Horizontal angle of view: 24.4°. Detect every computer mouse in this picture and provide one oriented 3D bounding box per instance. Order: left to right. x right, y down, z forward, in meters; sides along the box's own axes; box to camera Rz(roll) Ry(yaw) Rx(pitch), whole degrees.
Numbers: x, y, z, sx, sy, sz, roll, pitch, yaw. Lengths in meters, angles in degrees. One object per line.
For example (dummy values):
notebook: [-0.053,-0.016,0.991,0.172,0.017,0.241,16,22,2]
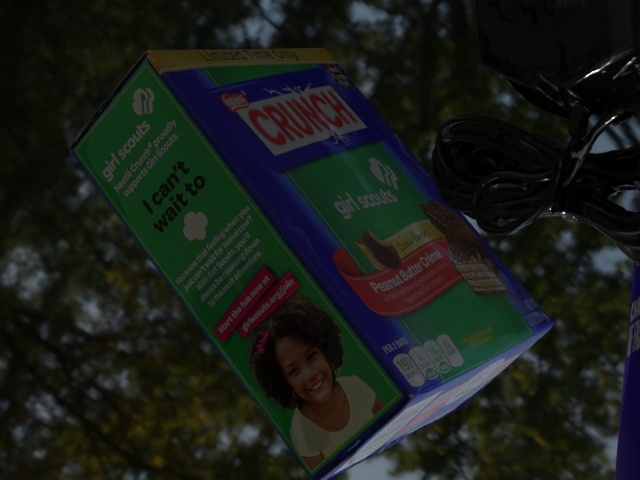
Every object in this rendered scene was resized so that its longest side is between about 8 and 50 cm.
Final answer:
computer mouse: [0.116,-0.134,0.665,0.188,0.072,0.272,18,-63,59]

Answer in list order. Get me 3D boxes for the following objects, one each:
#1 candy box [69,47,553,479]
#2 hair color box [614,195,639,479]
candy box: [0.000,0.000,1.152,0.317,0.268,0.122,51,-62,13]
hair color box: [0.258,0.131,0.792,0.110,0.185,0.338,90,7,-77]
